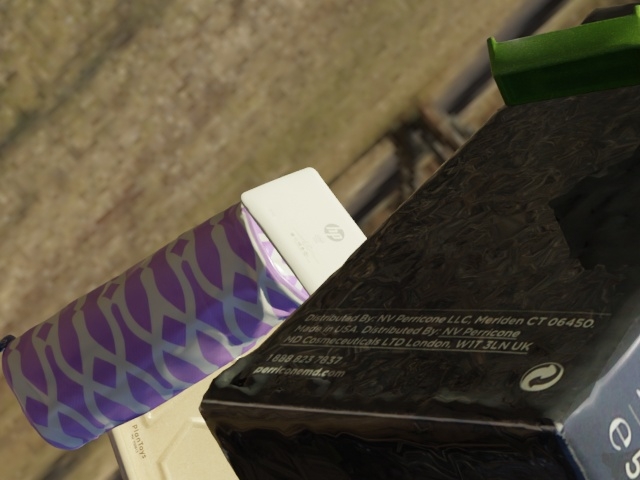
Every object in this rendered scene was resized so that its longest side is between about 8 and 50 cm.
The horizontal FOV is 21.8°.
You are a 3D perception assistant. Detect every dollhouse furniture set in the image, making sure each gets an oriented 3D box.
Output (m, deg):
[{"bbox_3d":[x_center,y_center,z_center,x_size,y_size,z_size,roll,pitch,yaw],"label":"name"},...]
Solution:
[{"bbox_3d":[0.086,-0.132,0.639,0.058,0.152,0.076,-11,159,12],"label":"dollhouse furniture set"}]

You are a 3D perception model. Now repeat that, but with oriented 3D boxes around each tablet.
[{"bbox_3d":[0.000,0.000,0.873,0.054,0.083,0.006,-23,159,-38],"label":"tablet"}]

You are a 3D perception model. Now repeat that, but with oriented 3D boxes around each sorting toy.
[{"bbox_3d":[-0.071,0.113,1.218,0.208,0.193,0.038,-24,-168,-34],"label":"sorting toy"}]

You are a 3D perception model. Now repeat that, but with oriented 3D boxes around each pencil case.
[{"bbox_3d":[-0.099,0.053,1.028,0.206,0.086,0.088,-29,177,15],"label":"pencil case"}]

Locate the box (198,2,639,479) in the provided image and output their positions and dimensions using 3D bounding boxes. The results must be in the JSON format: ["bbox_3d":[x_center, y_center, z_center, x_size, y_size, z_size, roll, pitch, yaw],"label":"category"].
[{"bbox_3d":[0.159,0.090,0.674,0.182,0.296,0.294,-3,-147,46],"label":"box"}]
